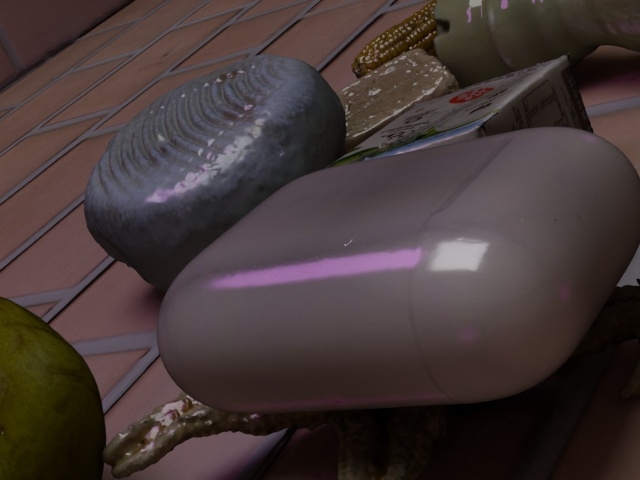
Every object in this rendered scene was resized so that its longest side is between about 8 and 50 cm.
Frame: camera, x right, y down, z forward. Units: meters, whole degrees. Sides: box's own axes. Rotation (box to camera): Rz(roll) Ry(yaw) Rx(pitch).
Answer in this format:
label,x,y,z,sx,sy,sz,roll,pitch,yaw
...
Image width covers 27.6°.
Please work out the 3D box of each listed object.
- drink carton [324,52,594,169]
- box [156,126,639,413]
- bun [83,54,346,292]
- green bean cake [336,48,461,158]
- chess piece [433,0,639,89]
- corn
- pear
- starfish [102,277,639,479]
label,x,y,z,sx,sy,sz,roll,pitch,yaw
drink carton,0.144,-0.070,1.303,0.194,0.132,0.324,-18,10,29
box,0.061,0.024,1.007,0.349,0.141,0.289,-9,19,34
bun,-0.113,-0.075,1.581,0.354,0.194,0.354,-22,31,15
green bean cake,0.091,-0.162,1.681,0.179,0.085,0.109,-30,43,-3
chess piece,0.350,-0.298,1.592,0.442,0.234,0.234,-9,25,46
corn,0.184,-0.317,1.989,0.313,0.102,0.102,-35,22,-17
pear,-0.316,0.179,1.133,0.269,0.269,0.321,-22,33,10
starfish,0.055,0.131,1.047,0.432,0.082,0.324,-23,20,-16
